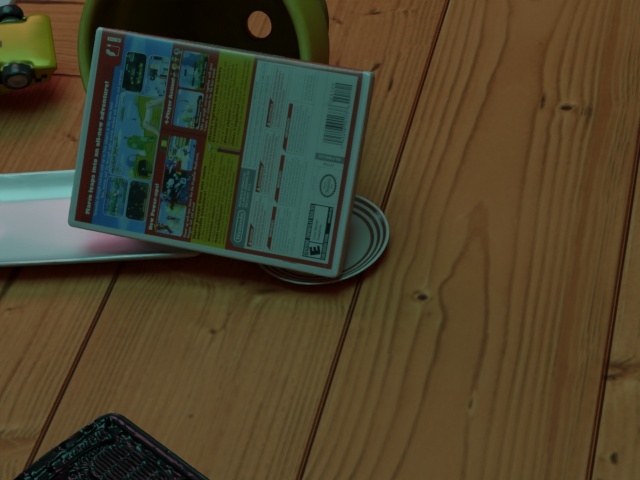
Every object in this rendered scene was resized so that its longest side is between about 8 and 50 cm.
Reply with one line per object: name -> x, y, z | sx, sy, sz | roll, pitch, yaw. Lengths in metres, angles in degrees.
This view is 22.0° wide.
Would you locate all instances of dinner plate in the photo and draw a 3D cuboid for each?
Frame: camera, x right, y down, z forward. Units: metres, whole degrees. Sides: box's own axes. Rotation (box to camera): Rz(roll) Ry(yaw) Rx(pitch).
dinner plate -> 0.000, 0.000, 1.669 | 0.141, 0.017, 0.141 | -4, 42, 3

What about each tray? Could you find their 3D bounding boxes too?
tray -> -0.249, -0.019, 1.718 | 0.270, 0.030, 0.145 | -3, 42, 6

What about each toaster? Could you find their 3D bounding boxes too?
toaster -> -0.181, 0.246, 1.356 | 0.185, 0.110, 0.168 | 30, 54, 34

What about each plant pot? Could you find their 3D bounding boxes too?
plant pot -> -0.097, -0.215, 1.751 | 0.254, 0.254, 0.239 | 6, 19, 15

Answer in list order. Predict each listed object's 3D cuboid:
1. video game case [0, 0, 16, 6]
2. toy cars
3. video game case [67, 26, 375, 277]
video game case -> -0.469, -0.259, 2.023 | 0.157, 0.019, 0.143 | 2, 43, 11
toy cars -> -0.462, -0.137, 1.838 | 0.176, 0.087, 0.394 | 36, 59, 14
video game case -> -0.101, -0.089, 1.625 | 0.285, 0.204, 0.025 | 11, 6, 12
